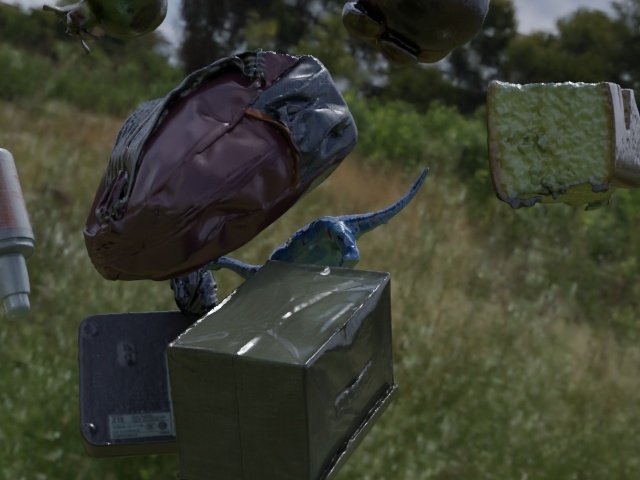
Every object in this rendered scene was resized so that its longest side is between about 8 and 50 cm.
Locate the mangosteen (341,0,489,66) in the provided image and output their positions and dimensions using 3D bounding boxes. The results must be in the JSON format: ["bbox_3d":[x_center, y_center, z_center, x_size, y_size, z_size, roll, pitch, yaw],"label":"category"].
[{"bbox_3d":[0.147,-0.353,1.782,0.210,0.209,0.210,18,2,0],"label":"mangosteen"}]

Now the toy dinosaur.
[{"bbox_3d":[-0.008,0.027,1.477,0.329,0.144,0.076,-23,-42,24],"label":"toy dinosaur"}]

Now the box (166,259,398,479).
[{"bbox_3d":[-0.029,0.134,1.226,0.155,0.148,0.231,6,23,23],"label":"box"}]

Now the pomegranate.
[{"bbox_3d":[-0.305,-0.355,1.824,0.148,0.169,0.148,36,-10,7],"label":"pomegranate"}]

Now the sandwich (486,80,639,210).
[{"bbox_3d":[0.260,-0.095,1.253,0.122,0.128,0.236,-3,-1,24],"label":"sandwich"}]

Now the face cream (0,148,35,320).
[{"bbox_3d":[-0.474,-0.005,1.804,0.101,0.251,0.101,-18,-15,-5],"label":"face cream"}]

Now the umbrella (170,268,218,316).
[{"bbox_3d":[-0.200,-0.009,1.786,0.071,0.248,0.071,-12,-18,-4],"label":"umbrella"}]

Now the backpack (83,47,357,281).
[{"bbox_3d":[-0.147,-0.078,1.423,0.283,0.317,0.197,-17,-68,50],"label":"backpack"}]

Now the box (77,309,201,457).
[{"bbox_3d":[-0.171,0.201,1.769,0.350,0.211,0.058,-3,-30,-10],"label":"box"}]
